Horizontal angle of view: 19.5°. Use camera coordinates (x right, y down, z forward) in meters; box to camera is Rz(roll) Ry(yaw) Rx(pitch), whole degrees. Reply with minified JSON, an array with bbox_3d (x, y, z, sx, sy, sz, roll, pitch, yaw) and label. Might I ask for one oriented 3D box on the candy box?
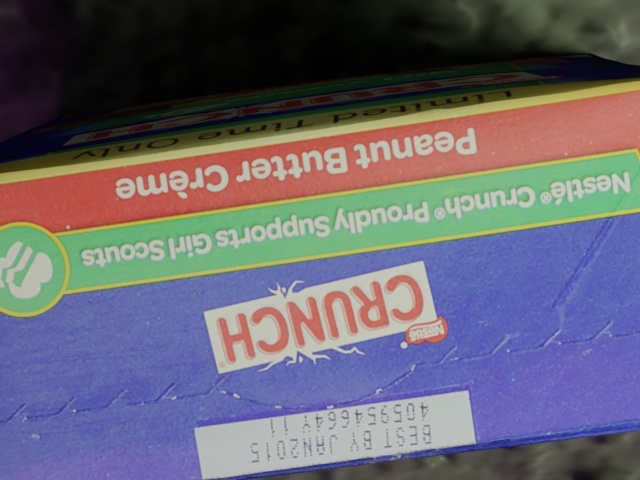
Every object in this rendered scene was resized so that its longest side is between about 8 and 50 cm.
[{"bbox_3d":[0.000,0.000,0.735,0.268,0.317,0.122,-7,98,3],"label":"candy box"}]
